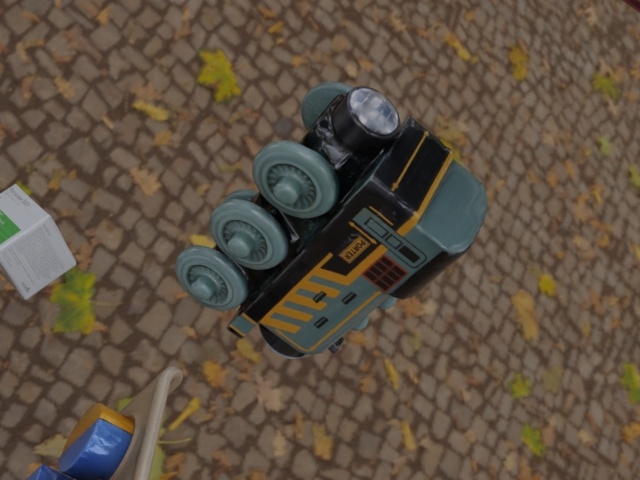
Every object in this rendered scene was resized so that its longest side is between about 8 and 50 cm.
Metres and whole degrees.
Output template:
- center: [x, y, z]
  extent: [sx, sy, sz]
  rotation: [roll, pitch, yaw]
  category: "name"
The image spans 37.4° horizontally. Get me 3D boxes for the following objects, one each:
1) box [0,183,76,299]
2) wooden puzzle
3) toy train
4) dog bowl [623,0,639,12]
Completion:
- center: [-0.402, 0.002, 1.265]
  extent: [0.087, 0.101, 0.102]
  rotation: [-38, 140, -22]
  category: "box"
- center: [-0.308, 0.331, 1.105]
  extent: [0.080, 0.322, 0.347]
  rotation: [37, 31, -17]
  category: "wooden puzzle"
- center: [0.000, 0.000, 0.878]
  extent: [0.190, 0.334, 0.142]
  rotation: [39, 47, -5]
  category: "toy train"
- center: [0.248, -0.238, 0.656]
  extent: [0.408, 0.150, 0.408]
  rotation: [31, 21, -13]
  category: "dog bowl"
